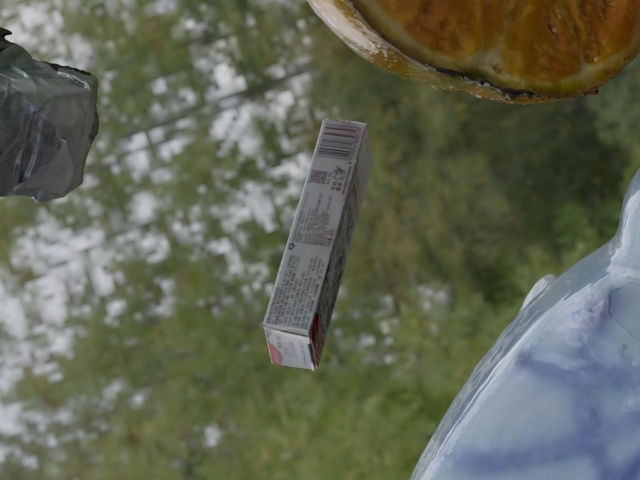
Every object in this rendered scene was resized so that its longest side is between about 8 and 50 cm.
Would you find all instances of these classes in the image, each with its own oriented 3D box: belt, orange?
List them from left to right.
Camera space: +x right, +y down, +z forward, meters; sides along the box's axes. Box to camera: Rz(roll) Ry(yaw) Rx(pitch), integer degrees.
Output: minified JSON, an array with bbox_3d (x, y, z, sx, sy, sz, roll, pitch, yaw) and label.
[{"bbox_3d":[-0.345,-0.131,1.848,0.184,0.289,0.164,30,111,48],"label":"belt"},{"bbox_3d":[0.104,-0.235,1.379,0.310,0.274,0.274,16,-124,-62],"label":"orange"}]

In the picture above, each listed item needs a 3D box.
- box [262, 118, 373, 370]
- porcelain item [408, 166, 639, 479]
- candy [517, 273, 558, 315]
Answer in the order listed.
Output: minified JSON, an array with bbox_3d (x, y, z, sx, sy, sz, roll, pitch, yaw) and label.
[{"bbox_3d":[0.000,0.000,1.529,0.055,0.039,0.218,79,-159,-53],"label":"box"},{"bbox_3d":[0.168,0.167,1.092,0.242,0.405,0.178,33,-162,23],"label":"porcelain item"},{"bbox_3d":[0.212,0.136,1.842,0.138,0.071,0.174,82,-158,-48],"label":"candy"}]
